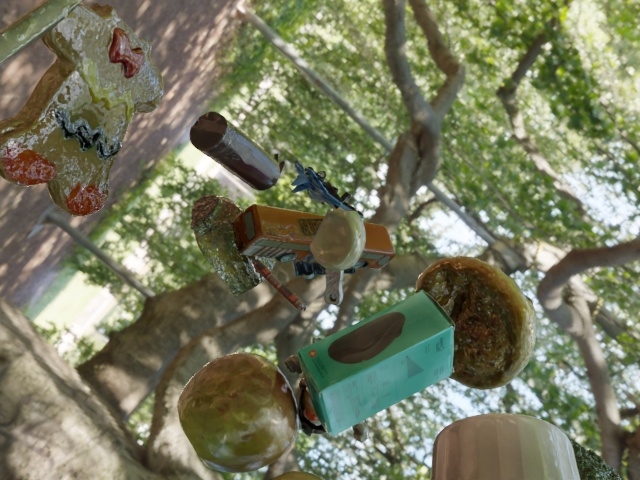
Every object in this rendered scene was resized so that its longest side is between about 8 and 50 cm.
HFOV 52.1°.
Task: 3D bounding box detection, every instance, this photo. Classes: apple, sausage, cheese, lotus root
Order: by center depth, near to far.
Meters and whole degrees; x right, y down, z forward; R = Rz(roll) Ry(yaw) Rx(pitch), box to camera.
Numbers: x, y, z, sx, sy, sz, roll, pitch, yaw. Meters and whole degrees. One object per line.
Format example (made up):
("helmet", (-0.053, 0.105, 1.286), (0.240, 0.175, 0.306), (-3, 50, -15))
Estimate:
("cheese", (-0.403, -0.162, 0.702), (0.085, 0.034, 0.400), (-1, -137, 45))
("cheese", (0.022, 0.024, 1.129), (0.048, 0.092, 0.171), (-13, 128, -57))
("sausage", (-0.106, 0.111, 1.647), (0.028, 0.198, 0.025), (-48, 158, -4))
("apple", (-0.231, 0.483, 1.807), (0.305, 0.338, 0.338), (-23, 177, -24))
("lotus root", (-0.251, -0.023, 1.904), (0.150, 0.260, 0.267), (-26, -157, 8))

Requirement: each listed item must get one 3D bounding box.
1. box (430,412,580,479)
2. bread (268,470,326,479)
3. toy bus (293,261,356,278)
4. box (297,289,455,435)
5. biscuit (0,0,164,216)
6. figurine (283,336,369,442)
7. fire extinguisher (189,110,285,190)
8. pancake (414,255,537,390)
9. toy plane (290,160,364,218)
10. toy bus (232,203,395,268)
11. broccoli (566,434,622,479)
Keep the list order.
("box", (0.236, 0.328, 0.792), (0.291, 0.263, 0.206), (-52, -157, 42))
("bread", (-0.065, 0.727, 1.573), (0.320, 0.321, 0.237), (-55, 157, -32))
("toy bus", (0.012, 0.042, 1.723), (0.091, 0.161, 0.079), (-84, 168, -53))
("box", (0.120, 0.258, 1.375), (0.312, 0.118, 0.205), (-24, 141, -11))
("biscuit", (-0.466, -0.260, 1.297), (0.393, 0.076, 0.368), (-63, 159, -9))
("figurine", (0.025, 0.404, 1.733), (0.143, 0.308, 0.308), (-10, 169, -27))
("fire extinguisher", (-0.132, -0.154, 1.183), (0.268, 0.072, 0.089), (34, 63, -63))
("pancake", (0.388, 0.222, 1.738), (0.082, 0.386, 0.387), (-18, 165, -41))
("toy plane", (0.024, -0.135, 1.861), (0.078, 0.247, 0.169), (-58, 165, -23))
("toy bus", (0.000, 0.000, 1.409), (0.092, 0.409, 0.093), (-38, -122, 38))
("broccoli", (0.367, 0.451, 1.072), (0.297, 0.298, 0.296), (171, -81, -77))
